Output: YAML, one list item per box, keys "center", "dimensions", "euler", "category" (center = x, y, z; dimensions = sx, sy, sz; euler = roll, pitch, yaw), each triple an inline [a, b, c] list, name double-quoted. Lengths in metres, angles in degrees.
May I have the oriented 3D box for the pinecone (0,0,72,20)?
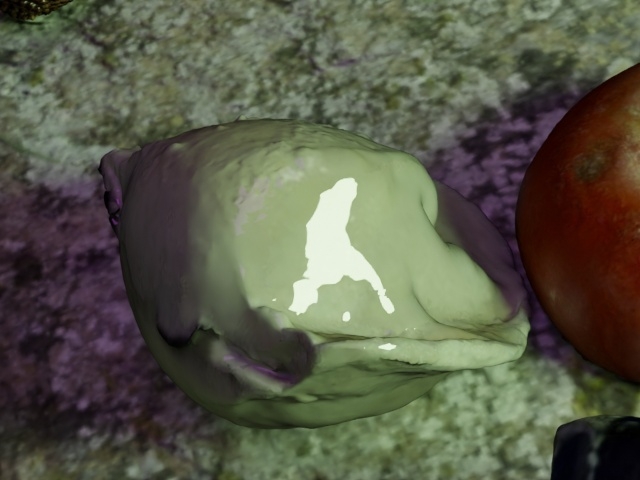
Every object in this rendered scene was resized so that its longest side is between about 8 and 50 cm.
- center: [-0.205, -0.195, 1.196]
  dimensions: [0.077, 0.083, 0.077]
  euler: [-12, 8, 2]
  category: "pinecone"

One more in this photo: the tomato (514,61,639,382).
- center: [0.213, -0.028, 0.931]
  dimensions: [0.225, 0.085, 0.225]
  euler: [-9, 48, 10]
  category: "tomato"

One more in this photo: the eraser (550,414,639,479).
- center: [0.249, 0.172, 0.745]
  dimensions: [0.332, 0.101, 0.155]
  euler: [4, 55, 21]
  category: "eraser"

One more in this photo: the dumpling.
- center: [0.002, -0.003, 0.941]
  dimensions: [0.227, 0.175, 0.243]
  euler: [-8, 61, -28]
  category: "dumpling"
